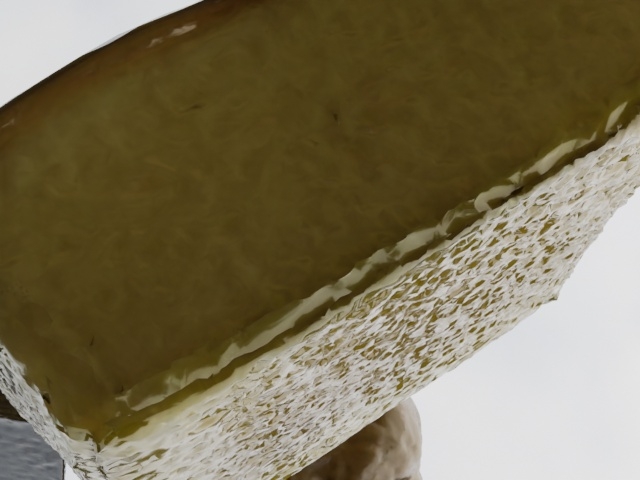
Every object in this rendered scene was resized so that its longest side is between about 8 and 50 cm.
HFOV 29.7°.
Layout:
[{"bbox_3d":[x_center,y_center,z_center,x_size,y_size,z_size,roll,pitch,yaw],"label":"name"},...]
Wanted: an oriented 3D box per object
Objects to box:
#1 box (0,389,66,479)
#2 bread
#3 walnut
[{"bbox_3d":[-0.337,0.121,1.023,0.273,0.184,0.143,9,-129,-4],"label":"box"},{"bbox_3d":[0.000,0.000,0.573,0.324,0.333,0.143,-32,-106,-16],"label":"bread"},{"bbox_3d":[-0.013,0.221,1.254,0.257,0.257,0.224,33,-66,37],"label":"walnut"}]
